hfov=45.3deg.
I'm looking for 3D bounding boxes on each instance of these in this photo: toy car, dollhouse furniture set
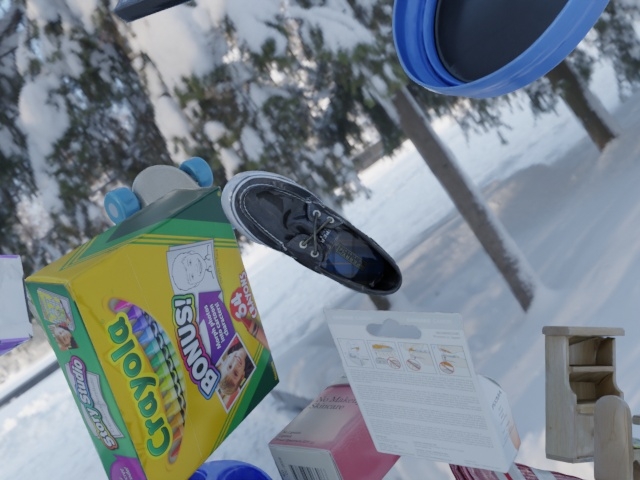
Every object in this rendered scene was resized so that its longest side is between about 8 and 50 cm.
[{"bbox_3d":[-0.305,-0.010,1.546,0.219,0.210,0.238,-29,-23,-39],"label":"toy car"},{"bbox_3d":[0.609,0.284,1.367,0.362,0.256,0.394,5,-7,-33],"label":"dollhouse furniture set"}]

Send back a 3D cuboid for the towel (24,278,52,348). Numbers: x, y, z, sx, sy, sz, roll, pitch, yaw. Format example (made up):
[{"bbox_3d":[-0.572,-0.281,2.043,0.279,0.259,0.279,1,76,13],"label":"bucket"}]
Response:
[{"bbox_3d":[-0.380,0.129,1.092,0.023,0.152,0.113,-30,23,-23],"label":"towel"}]

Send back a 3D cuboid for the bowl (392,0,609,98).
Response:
[{"bbox_3d":[0.261,-0.386,1.095,0.077,0.391,0.391,18,-30,-34],"label":"bowl"}]

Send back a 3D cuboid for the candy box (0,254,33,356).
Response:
[{"bbox_3d":[-0.339,0.073,0.569,0.196,0.070,0.165,-26,-18,40],"label":"candy box"}]

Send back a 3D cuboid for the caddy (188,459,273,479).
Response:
[{"bbox_3d":[-0.178,0.501,1.203,0.241,0.179,0.341,-7,31,7],"label":"caddy"}]

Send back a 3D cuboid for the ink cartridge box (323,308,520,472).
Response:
[{"bbox_3d":[0.094,0.129,0.715,0.145,0.179,0.045,-2,28,36],"label":"ink cartridge box"}]

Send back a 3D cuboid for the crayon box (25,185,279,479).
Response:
[{"bbox_3d":[-0.225,0.145,1.135,0.106,0.363,0.313,-1,26,32],"label":"crayon box"}]

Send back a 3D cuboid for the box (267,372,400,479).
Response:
[{"bbox_3d":[0.047,0.343,1.336,0.149,0.126,0.232,-9,19,41],"label":"box"}]

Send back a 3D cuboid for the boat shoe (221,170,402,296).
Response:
[{"bbox_3d":[0.000,0.000,0.819,0.080,0.228,0.076,-58,31,-8],"label":"boat shoe"}]

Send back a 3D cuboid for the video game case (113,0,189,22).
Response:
[{"bbox_3d":[-0.108,-0.368,0.846,0.196,0.026,0.274,-4,56,38],"label":"video game case"}]

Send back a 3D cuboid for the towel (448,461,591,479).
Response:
[{"bbox_3d":[0.371,0.436,1.182,0.037,0.329,0.237,-61,29,18],"label":"towel"}]
